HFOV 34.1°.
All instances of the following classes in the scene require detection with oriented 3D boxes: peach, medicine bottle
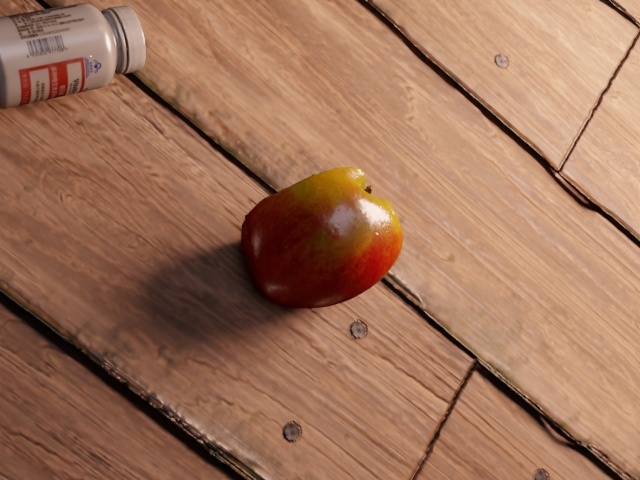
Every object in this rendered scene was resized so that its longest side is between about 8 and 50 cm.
[{"bbox_3d":[-0.001,0.002,0.980,0.151,0.151,0.118,35,51,-11],"label":"peach"},{"bbox_3d":[-0.235,-0.172,0.951,0.140,0.079,0.079,-17,82,-27],"label":"medicine bottle"}]
